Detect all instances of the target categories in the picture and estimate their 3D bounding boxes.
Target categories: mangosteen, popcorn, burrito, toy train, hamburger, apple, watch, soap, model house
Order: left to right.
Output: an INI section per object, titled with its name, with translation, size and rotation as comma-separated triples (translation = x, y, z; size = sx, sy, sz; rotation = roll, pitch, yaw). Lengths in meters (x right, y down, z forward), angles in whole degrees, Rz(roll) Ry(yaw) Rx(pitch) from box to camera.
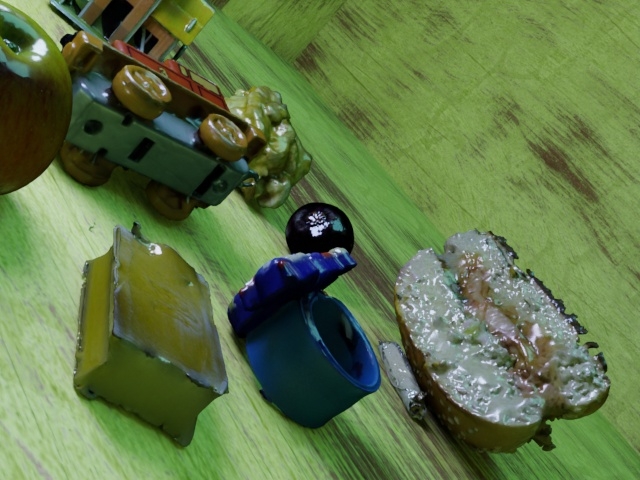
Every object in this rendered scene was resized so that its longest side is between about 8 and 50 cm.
[apple]
translation = -0.343, -0.146, 0.797
size = 0.196, 0.196, 0.196
rotation = 41, 13, -12
[soap]
translation = -0.172, 0.085, 0.817
size = 0.135, 0.076, 0.233
rotation = 36, 16, -27
[toy train]
translation = -0.237, -0.171, 1.150
size = 0.369, 0.163, 0.232
rotation = 25, 28, -43
[model house]
translation = -0.330, -0.501, 1.605
size = 0.300, 0.323, 0.340
rotation = 38, 14, -21
[popcorn]
translation = -0.130, -0.181, 1.594
size = 0.233, 0.192, 0.266
rotation = 52, 26, -55
[watch]
translation = -0.015, 0.128, 1.015
size = 0.200, 0.171, 0.196
rotation = 58, 27, 8
[mangosteen]
translation = 0.000, 0.000, 1.529
size = 0.137, 0.137, 0.151
rotation = 52, -19, 30
[burrito]
translation = 0.139, 0.234, 1.379
size = 0.045, 0.041, 0.185
rotation = -3, 29, -10
[hamburger]
translation = 0.298, 0.217, 1.423
size = 0.445, 0.268, 0.287
rotation = -123, -168, -50

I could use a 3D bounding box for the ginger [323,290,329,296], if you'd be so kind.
[ginger]
translation = -0.007, 0.120, 1.208
size = 0.162, 0.073, 0.103
rotation = 40, 13, -13

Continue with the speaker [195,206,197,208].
[speaker]
translation = -0.258, -0.131, 1.290
size = 0.191, 0.046, 0.040
rotation = 39, 15, -19
